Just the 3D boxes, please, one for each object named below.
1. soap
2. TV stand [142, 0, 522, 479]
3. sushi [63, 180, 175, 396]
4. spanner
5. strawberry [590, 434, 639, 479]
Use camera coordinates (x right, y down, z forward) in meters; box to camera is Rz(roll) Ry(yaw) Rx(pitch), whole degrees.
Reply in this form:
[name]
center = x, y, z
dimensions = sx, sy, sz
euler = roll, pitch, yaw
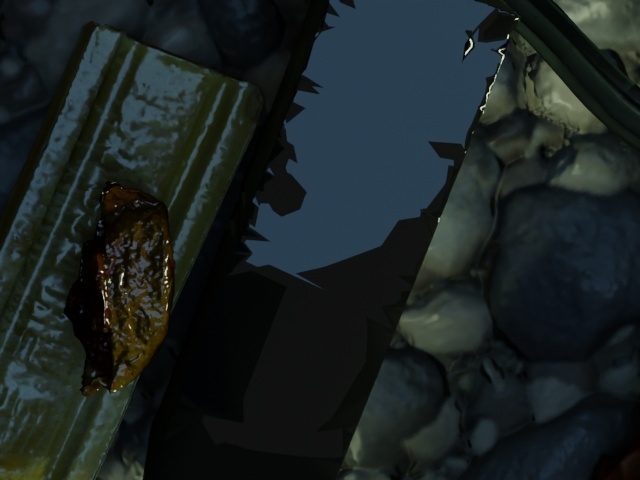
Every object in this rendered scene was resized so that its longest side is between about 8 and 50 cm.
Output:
[soap]
center = -0.117, 0.024, 0.764
dimensions = 0.092, 0.037, 0.252
euler = 22, 98, -19
[TV stand]
center = 0.000, 0.000, 0.744
dimensions = 0.088, 0.083, 0.270
euler = 19, 104, -7
[sushi]
center = -0.092, 0.021, 0.722
dimensions = 0.047, 0.050, 0.099
euler = 0, 96, -20
[spanner]
center = 0.203, -0.052, 0.752
dimensions = 0.325, 0.040, 0.096
euler = 43, 92, 7
[strawberry]
center = 0.292, 0.097, 0.823
dimensions = 0.280, 0.150, 0.253
euler = -7, 106, -13
